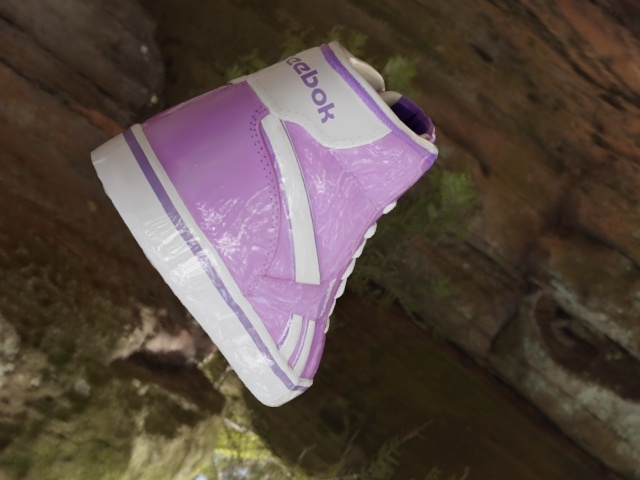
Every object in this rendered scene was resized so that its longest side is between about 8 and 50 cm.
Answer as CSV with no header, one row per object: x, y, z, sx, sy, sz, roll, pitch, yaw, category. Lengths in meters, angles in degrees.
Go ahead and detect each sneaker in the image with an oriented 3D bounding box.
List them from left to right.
0.001,0.001,0.483,0.102,0.161,0.282,55,172,22,sneaker
